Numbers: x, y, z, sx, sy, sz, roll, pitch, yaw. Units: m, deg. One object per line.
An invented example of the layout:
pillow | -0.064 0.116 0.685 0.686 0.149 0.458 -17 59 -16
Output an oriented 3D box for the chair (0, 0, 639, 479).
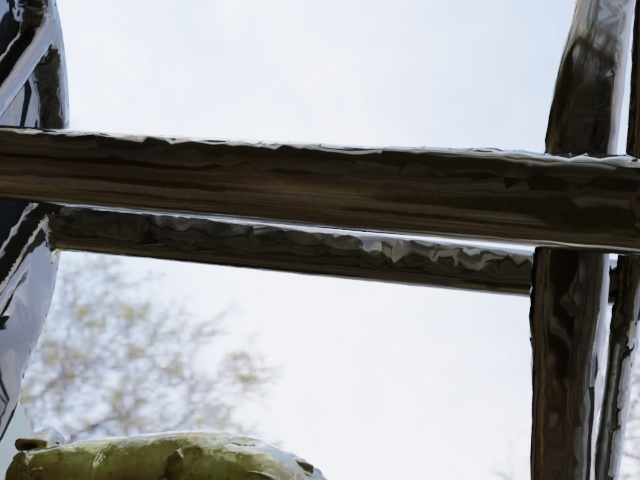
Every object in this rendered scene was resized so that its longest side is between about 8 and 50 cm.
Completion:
chair | 0.000 0.000 0.542 0.410 0.365 0.362 5 -48 13

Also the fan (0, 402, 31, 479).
fan | -0.263 0.175 1.083 0.010 0.182 0.310 -33 -140 13

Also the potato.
potato | -0.081 0.158 0.809 0.225 0.090 0.117 6 -66 27
